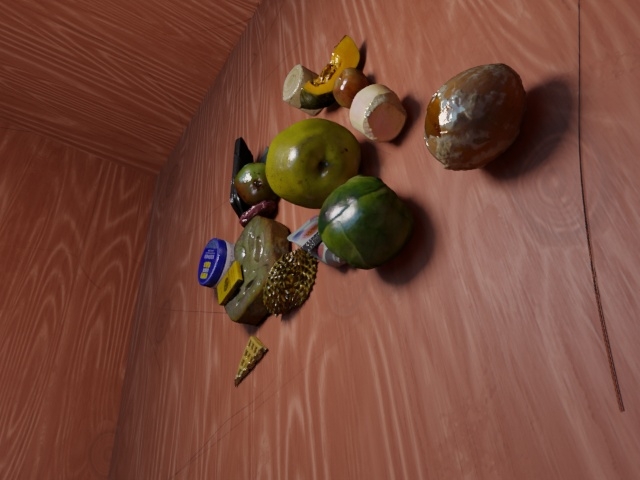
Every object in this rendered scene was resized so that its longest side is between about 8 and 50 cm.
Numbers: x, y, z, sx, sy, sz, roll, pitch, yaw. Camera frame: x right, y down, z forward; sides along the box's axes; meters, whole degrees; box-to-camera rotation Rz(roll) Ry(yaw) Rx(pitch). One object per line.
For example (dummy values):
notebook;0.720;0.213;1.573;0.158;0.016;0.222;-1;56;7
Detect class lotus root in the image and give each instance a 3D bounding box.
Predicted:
lotus root;-0.219;0.105;1.900;0.375;0.111;0.390;-2;70;56

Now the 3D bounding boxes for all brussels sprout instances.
brussels sprout;0.107;-0.053;1.344;0.219;0.210;0.271;-45;21;29

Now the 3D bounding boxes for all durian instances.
durian;-0.101;0.129;1.685;0.139;0.145;0.252;-173;98;-83

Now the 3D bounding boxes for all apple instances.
apple;0.096;-0.487;1.733;0.126;0.102;0.126;-39;40;44

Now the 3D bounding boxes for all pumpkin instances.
pumpkin;0.053;-0.542;1.871;0.278;0.111;0.163;-53;-14;-9

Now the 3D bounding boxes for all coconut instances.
coconut;0.157;-0.354;1.503;0.147;0.147;0.152;-60;28;17

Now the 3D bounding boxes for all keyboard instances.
keyboard;0.025;-0.039;1.563;0.202;0.011;0.067;-44;22;-14

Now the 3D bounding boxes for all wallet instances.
wallet;-0.321;-0.249;2.246;0.051;0.197;0.377;-8;55;8

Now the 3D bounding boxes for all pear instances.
pear;-0.019;-0.226;1.601;0.294;0.294;0.294;-38;41;44

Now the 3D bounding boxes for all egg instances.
egg;0.317;-0.254;1.114;0.233;0.195;0.195;-57;31;26

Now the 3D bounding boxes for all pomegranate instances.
pomegranate;-0.239;-0.218;2.090;0.209;0.180;0.179;-84;18;-83

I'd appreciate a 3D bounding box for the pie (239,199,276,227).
pie;-0.236;-0.096;2.035;0.153;0.154;0.038;-45;71;38

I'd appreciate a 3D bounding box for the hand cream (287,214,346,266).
hand cream;0.000;0.000;1.605;0.124;0.077;0.341;-41;29;-6

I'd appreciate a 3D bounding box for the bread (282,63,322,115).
bread;-0.051;-0.555;1.994;0.134;0.141;0.148;-24;53;48

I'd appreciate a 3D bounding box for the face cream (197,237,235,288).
face cream;-0.417;0.100;2.230;0.206;0.111;0.205;-38;43;45

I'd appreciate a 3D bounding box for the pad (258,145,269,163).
pad;-0.229;-0.298;2.276;0.163;0.004;0.243;-63;29;12

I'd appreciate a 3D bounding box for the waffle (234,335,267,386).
waffle;-0.237;0.426;1.802;0.125;0.032;0.190;23;94;59

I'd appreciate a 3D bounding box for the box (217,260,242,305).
box;-0.325;0.154;1.922;0.155;0.023;0.086;-51;41;33
